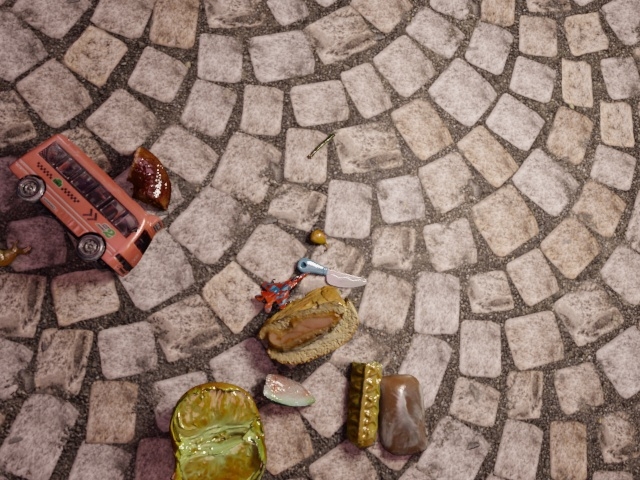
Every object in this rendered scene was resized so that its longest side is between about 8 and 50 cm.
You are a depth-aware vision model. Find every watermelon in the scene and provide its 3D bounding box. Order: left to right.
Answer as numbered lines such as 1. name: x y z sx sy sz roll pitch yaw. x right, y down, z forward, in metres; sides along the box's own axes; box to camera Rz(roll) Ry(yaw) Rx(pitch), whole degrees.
1. watermelon: -0.102 0.479 1.622 0.180 0.081 0.094 33 61 -18

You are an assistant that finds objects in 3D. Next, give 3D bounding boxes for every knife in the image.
1. knife: 0.037 0.118 1.719 0.244 0.032 0.058 20 77 -9

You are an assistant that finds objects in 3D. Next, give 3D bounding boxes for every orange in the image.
1. orange: -0.291 0.579 1.514 0.263 0.196 0.334 -17 80 4

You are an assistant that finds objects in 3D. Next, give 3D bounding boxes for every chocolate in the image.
1. chocolate: 0.266 0.560 1.653 0.157 0.080 0.253 -2 82 -9

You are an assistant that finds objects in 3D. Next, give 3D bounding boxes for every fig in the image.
1. fig: 0.000 0.000 1.722 0.050 0.050 0.083 -46 110 -12

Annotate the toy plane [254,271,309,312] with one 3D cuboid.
1. toy plane: -0.113 0.157 1.665 0.189 0.061 0.130 -27 46 -22

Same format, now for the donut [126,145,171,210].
1. donut: -0.536 -0.204 1.638 0.144 0.126 0.186 12 80 -13

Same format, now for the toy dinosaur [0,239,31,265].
1. toy dinosaur: -0.969 0.066 1.573 0.126 0.039 0.162 22 80 -6

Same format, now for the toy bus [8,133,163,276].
1. toy bus: -0.694 -0.099 1.557 0.427 0.203 0.233 43 73 2

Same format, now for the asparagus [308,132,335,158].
1. asparagus: 0.003 -0.325 1.783 0.018 0.015 0.127 45 78 2

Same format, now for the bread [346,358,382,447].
1. bread: 0.138 0.514 1.638 0.098 0.087 0.269 7 80 -8

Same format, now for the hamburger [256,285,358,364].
1. hamburger: -0.008 0.246 1.608 0.330 0.209 0.162 -28 96 25
